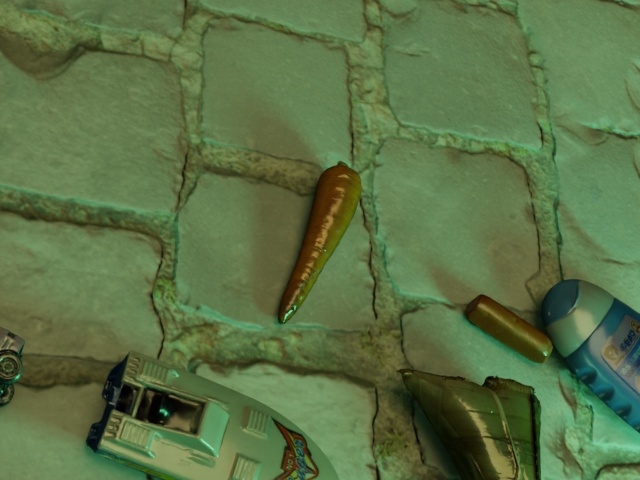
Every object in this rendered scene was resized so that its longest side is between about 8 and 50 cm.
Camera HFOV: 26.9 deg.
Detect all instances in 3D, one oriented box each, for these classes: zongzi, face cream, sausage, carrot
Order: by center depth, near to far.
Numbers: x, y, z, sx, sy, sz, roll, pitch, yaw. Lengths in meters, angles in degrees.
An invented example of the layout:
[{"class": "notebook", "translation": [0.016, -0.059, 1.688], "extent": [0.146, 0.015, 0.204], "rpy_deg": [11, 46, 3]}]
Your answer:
[{"class": "zongzi", "translation": [0.182, 0.253, 1.652], "extent": [0.197, 0.099, 0.194], "rpy_deg": [16, 53, -21]}, {"class": "carrot", "translation": [0.000, 0.000, 1.723], "extent": [0.061, 0.061, 0.257], "rpy_deg": [27, 59, -12]}, {"class": "sausage", "translation": [0.255, 0.120, 1.794], "extent": [0.131, 0.041, 0.039], "rpy_deg": [33, 34, -8]}, {"class": "face cream", "translation": [0.410, 0.157, 1.825], "extent": [0.264, 0.083, 0.149], "rpy_deg": [43, 52, 0]}]

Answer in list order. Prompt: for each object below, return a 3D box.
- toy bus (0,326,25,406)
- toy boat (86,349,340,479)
[{"class": "toy bus", "translation": [-0.399, 0.176, 1.415], "extent": [0.108, 0.096, 0.199], "rpy_deg": [30, 59, -4]}, {"class": "toy boat", "translation": [-0.108, 0.231, 1.531], "extent": [0.295, 0.088, 0.129], "rpy_deg": [23, 57, -13]}]
